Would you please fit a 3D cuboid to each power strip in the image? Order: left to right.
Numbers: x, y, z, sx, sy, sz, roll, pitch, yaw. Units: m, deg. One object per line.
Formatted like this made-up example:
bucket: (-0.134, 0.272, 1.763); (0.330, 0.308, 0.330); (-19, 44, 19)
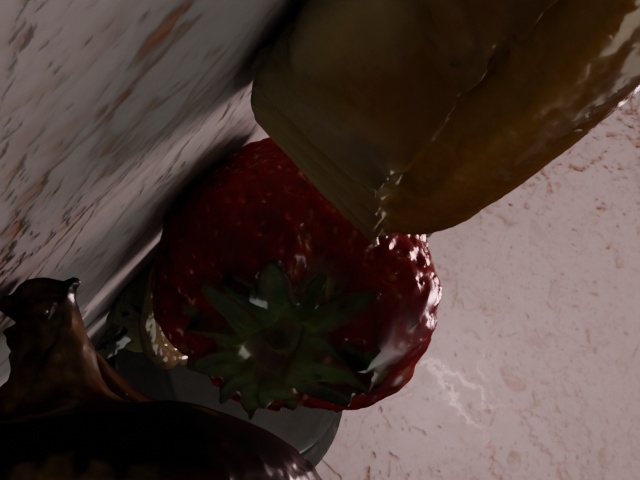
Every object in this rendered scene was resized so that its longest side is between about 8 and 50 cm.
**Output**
power strip: (-0.115, 0.002, 1.328); (0.387, 0.066, 0.092); (-46, 178, -34)

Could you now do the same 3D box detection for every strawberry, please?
strawberry: (-0.012, 0.020, 1.063); (0.257, 0.257, 0.277); (-46, -170, 41)

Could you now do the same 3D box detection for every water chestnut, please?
water chestnut: (-0.153, 0.170, 0.662); (0.350, 0.350, 0.302); (135, -43, -82)

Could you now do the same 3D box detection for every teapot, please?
teapot: (-0.158, 0.170, 1.563); (0.362, 0.305, 0.376); (-32, -139, 53)

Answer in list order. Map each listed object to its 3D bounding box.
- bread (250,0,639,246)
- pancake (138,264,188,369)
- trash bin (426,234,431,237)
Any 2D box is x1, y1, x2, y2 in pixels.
bread: (0.115, -0.152, 0.724); (0.388, 0.183, 0.236); (-46, -177, 43)
pancake: (-0.123, 0.048, 1.237); (0.199, 0.021, 0.199); (-41, 144, -40)
trash bin: (0.102, -0.129, 1.535); (0.290, 0.209, 0.182); (-52, -175, 4)
